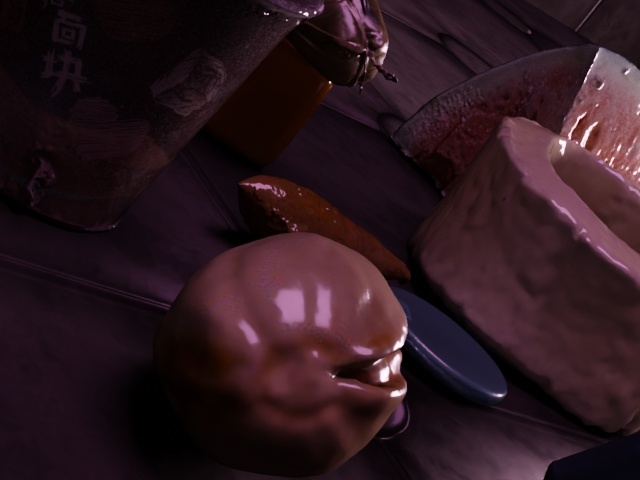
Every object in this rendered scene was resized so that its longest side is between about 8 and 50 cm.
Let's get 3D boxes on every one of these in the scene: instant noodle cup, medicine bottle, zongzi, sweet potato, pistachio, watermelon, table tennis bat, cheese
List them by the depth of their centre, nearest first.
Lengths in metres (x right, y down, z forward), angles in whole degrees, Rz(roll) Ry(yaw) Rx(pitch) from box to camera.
[{"bbox_3d":[-0.019,0.062,0.901,0.144,0.144,0.215,40,8,7],"label":"pistachio"},{"bbox_3d":[-0.142,-0.136,1.020,0.217,0.207,0.217,35,19,-13],"label":"instant noodle cup"},{"bbox_3d":[0.000,0.000,1.216,0.206,0.060,0.068,22,61,-45],"label":"sweet potato"},{"bbox_3d":[0.068,0.065,1.221,0.201,0.033,0.124,29,18,-34],"label":"table tennis bat"},{"bbox_3d":[-0.040,-0.186,1.267,0.178,0.081,0.189,-1,59,-22],"label":"zongzi"},{"bbox_3d":[-0.104,-0.179,1.355,0.222,0.112,0.149,33,20,-16],"label":"medicine bottle"},{"bbox_3d":[0.237,0.030,1.436,0.292,0.153,0.332,40,19,7],"label":"cheese"},{"bbox_3d":[0.238,-0.072,1.664,0.213,0.261,0.201,29,47,-37],"label":"watermelon"}]

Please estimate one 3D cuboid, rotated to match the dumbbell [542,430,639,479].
[{"bbox_3d":[0.276,0.225,1.047,0.325,0.160,0.144,21,55,-43],"label":"dumbbell"}]
